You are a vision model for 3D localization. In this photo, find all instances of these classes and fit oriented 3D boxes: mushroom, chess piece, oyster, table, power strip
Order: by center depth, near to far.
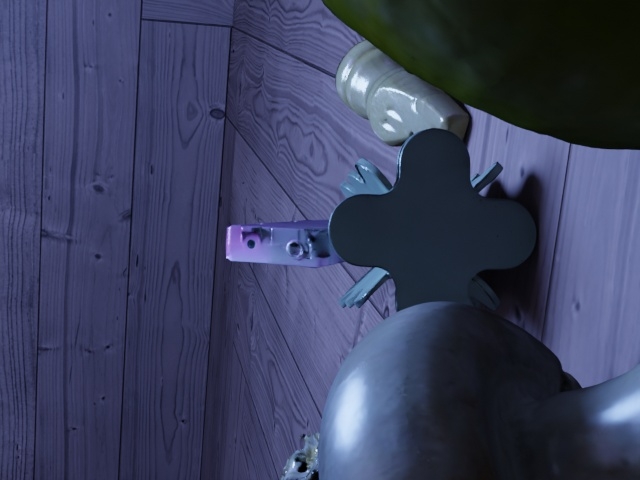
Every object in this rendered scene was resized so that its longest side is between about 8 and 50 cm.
[{"bbox_3d":[0.129,0.135,0.603,0.243,0.243,0.243,-178,90,-78],"label":"mushroom"},{"bbox_3d":[0.083,0.000,0.922,0.198,0.166,0.166,137,135,-85],"label":"table"},{"bbox_3d":[0.091,-0.135,1.084,0.200,0.090,0.090,-124,37,-52],"label":"chess piece"},{"bbox_3d":[0.000,0.000,1.112,0.279,0.109,0.037,-7,-80,-69],"label":"power strip"},{"bbox_3d":[-0.026,0.362,1.614,0.200,0.061,0.106,128,161,-66],"label":"oyster"}]

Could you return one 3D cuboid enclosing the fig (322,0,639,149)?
[{"bbox_3d":[0.133,-0.197,0.422,0.316,0.316,0.316,-178,90,-78],"label":"fig"}]
